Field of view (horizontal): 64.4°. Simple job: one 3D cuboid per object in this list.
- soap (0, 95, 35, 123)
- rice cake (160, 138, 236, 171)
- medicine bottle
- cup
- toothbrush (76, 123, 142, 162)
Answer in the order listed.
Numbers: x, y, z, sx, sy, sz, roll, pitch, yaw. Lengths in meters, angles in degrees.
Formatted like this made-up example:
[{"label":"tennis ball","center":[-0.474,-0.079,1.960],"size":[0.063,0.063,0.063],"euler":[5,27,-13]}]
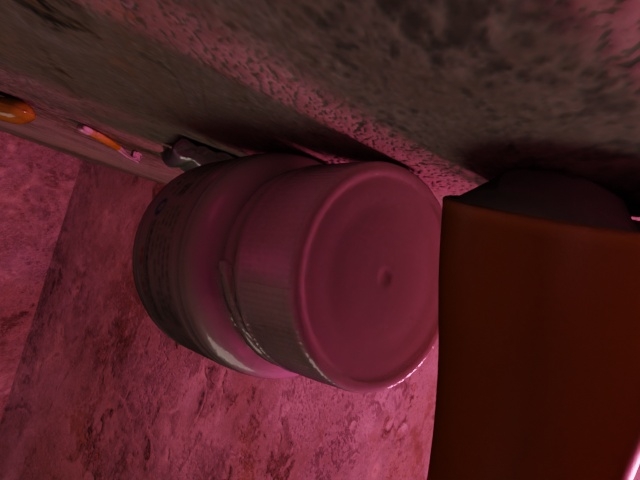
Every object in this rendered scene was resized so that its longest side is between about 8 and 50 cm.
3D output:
[{"label":"soap","center":[-0.568,-0.235,0.873],"size":[0.140,0.045,0.089],"euler":[17,176,-21]},{"label":"rice cake","center":[-0.171,-0.119,0.840],"size":[0.189,0.037,0.198],"euler":[17,179,-29]},{"label":"medicine bottle","center":[-0.043,0.027,0.575],"size":[0.256,0.256,0.324],"euler":[18,171,-37]},{"label":"cup","center":[0.165,0.081,0.392],"size":[0.182,0.264,0.226],"euler":[9,-170,4]},{"label":"toothbrush","center":[-0.447,-0.209,1.099],"size":[0.021,0.024,0.288],"euler":[14,177,2]}]
